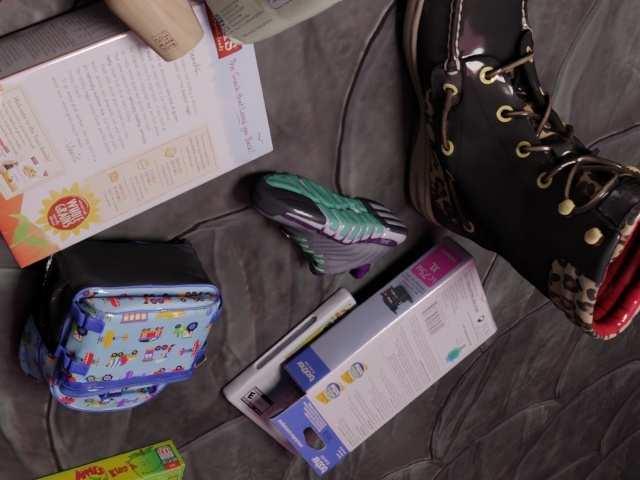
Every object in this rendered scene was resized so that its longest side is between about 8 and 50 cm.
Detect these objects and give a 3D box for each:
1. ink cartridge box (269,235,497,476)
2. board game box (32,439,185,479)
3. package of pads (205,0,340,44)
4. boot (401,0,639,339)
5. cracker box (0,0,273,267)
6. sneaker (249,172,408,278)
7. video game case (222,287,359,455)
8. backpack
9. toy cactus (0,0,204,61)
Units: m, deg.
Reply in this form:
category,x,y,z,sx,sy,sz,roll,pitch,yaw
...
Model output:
category,x,y,z,sx,sy,sz,roll,pitch,yaw
ink cartridge box,0.079,0.151,0.992,0.311,0.065,0.185,-40,140,-9
board game box,-0.252,0.298,0.893,0.181,0.043,0.092,-9,129,-34
package of pads,0.076,-0.254,0.511,0.297,0.229,0.101,-38,106,-23
boot,0.208,-0.100,0.743,0.138,0.284,0.377,-23,137,-23
cracker box,-0.160,-0.098,0.608,0.232,0.067,0.155,-27,137,-19
sneaker,0.000,0.000,0.820,0.224,0.083,0.098,14,119,-47
video game case,-0.003,0.178,1.014,0.193,0.023,0.212,-40,139,-5
backpack,-0.187,0.091,0.714,0.158,0.117,0.173,4,124,-41
toy cactus,-0.134,-0.189,0.477,0.219,0.112,0.180,-29,124,12
